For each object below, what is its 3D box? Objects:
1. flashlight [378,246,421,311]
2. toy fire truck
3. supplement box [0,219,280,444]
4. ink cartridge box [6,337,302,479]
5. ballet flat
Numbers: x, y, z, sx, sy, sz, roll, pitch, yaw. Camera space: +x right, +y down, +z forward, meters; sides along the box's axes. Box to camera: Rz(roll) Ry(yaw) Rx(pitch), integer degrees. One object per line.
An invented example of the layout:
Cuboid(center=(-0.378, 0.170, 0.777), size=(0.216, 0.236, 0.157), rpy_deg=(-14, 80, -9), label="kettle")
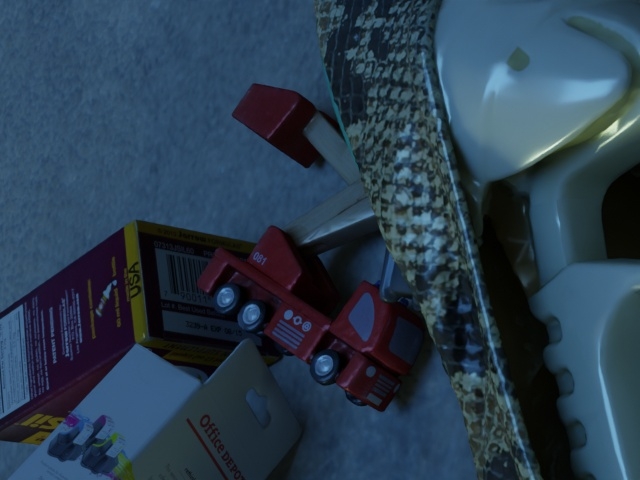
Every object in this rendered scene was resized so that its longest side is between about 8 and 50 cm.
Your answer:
Cuboid(center=(0.090, -0.111, 0.898), size=(0.103, 0.103, 0.304), rpy_deg=(7, 84, 50), label="flashlight")
Cuboid(center=(0.000, 0.000, 1.007), size=(0.192, 0.047, 0.135), rpy_deg=(32, 88, 40), label="toy fire truck")
Cuboid(center=(-0.126, 0.066, 1.105), size=(0.188, 0.104, 0.081), rpy_deg=(-32, 57, 42), label="supplement box")
Cuboid(center=(-0.102, 0.136, 0.987), size=(0.061, 0.104, 0.181), rpy_deg=(26, 64, 38), label="ink cartridge box")
Cuboid(center=(0.123, 0.026, 0.717), size=(0.182, 0.164, 0.482), rpy_deg=(138, 122, -60), label="ballet flat")
